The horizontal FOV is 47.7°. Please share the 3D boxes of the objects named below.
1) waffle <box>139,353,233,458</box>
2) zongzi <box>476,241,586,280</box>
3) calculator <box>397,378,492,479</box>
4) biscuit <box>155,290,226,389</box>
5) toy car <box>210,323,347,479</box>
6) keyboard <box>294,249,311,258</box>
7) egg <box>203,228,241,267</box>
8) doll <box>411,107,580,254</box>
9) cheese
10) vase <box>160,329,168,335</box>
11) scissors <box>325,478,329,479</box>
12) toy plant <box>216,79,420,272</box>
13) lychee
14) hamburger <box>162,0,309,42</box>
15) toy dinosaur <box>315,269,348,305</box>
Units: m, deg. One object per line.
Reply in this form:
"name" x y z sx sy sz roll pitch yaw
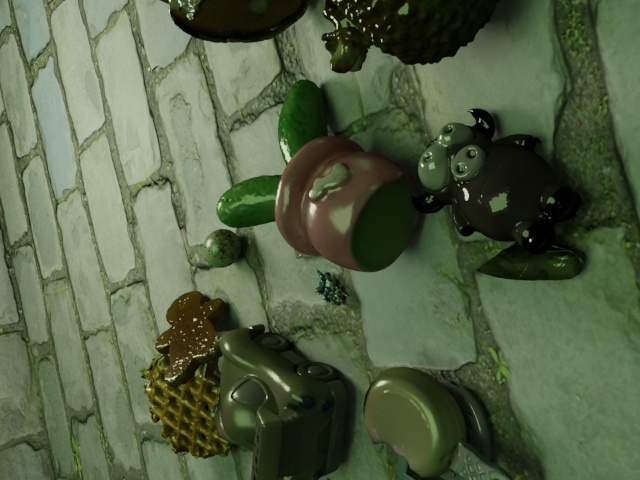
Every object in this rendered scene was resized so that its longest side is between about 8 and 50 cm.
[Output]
"waffle" -0.316 0.404 1.791 0.325 0.068 0.302 -25 91 38
"zongzi" 0.294 0.037 1.001 0.109 0.119 0.055 14 116 46
"calculator" 0.210 0.381 1.236 0.185 0.041 0.299 21 111 46
"biscuit" -0.301 0.217 1.715 0.049 0.197 0.301 59 177 -32
"toy car" -0.122 0.344 1.479 0.336 0.226 0.242 24 115 44
"keyboard" 0.000 0.000 1.425 0.166 0.017 0.055 -12 93 50
"egg" -0.225 0.019 1.643 0.110 0.085 0.085 -42 65 61
"doll" 0.238 -0.082 1.039 0.257 0.117 0.182 42 100 36
"cheese" 0.187 0.321 1.160 0.286 0.082 0.163 36 121 41
"vase" -0.359 0.339 1.879 0.086 0.086 0.214 11 110 48
"scissors" 0.054 0.572 1.455 0.212 0.021 0.110 56 136 37
"toy plant" 0.010 -0.105 1.265 0.356 0.210 0.317 28 85 48
"lychee" 0.124 -0.379 1.017 0.319 0.270 0.270 -15 85 17
"hamburger" -0.136 -0.499 1.280 0.318 0.277 0.195 -39 71 26
"toy dinosaur" 0.018 0.092 1.410 0.083 0.030 0.047 46 129 33
